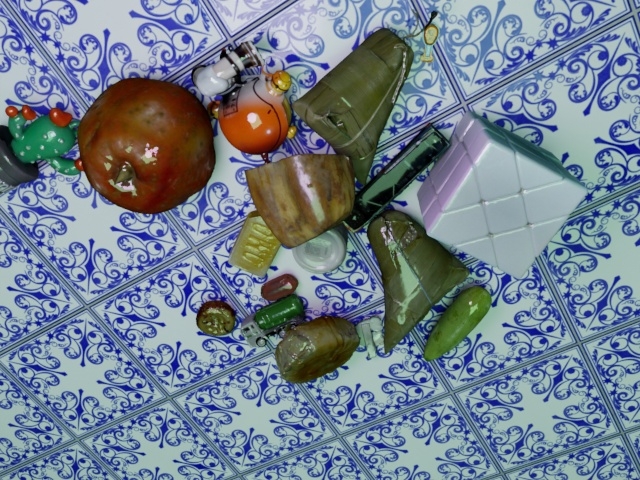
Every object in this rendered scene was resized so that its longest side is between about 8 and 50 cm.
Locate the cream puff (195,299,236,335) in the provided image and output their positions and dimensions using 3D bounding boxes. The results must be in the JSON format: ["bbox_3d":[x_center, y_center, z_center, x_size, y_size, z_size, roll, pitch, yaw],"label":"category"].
[{"bbox_3d":[-0.372,0.274,2.018,0.149,0.084,0.149,0,120,1],"label":"cream puff"}]

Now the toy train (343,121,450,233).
[{"bbox_3d":[0.220,-0.188,1.742,0.086,0.089,0.409,40,113,-14],"label":"toy train"}]

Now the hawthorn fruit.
[{"bbox_3d":[-0.500,-0.247,1.591,0.403,0.402,0.402,1,117,3],"label":"hawthorn fruit"}]

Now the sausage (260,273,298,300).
[{"bbox_3d":[-0.144,0.163,1.954,0.141,0.076,0.076,-27,112,14],"label":"sausage"}]

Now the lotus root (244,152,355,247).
[{"bbox_3d":[-0.020,-0.124,1.603,0.316,0.316,0.249,-17,87,12],"label":"lotus root"}]

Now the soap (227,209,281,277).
[{"bbox_3d":[-0.202,-0.002,1.871,0.140,0.073,0.232,23,115,-13],"label":"soap"}]

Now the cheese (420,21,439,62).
[{"bbox_3d":[0.307,-0.558,1.586,0.047,0.017,0.111,6,118,3],"label":"cheese"}]

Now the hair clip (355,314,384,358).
[{"bbox_3d":[0.175,0.346,2.043,0.116,0.049,0.172,-12,113,4],"label":"hair clip"}]

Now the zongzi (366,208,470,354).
[{"bbox_3d":[0.227,0.122,1.808,0.356,0.174,0.393,43,90,-13],"label":"zongzi"}]

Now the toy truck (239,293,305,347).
[{"bbox_3d":[-0.167,0.284,2.003,0.243,0.101,0.125,-26,108,13],"label":"toy truck"}]

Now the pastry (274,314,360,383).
[{"bbox_3d":[-0.018,0.385,1.969,0.330,0.136,0.329,-20,149,-13],"label":"pastry"}]

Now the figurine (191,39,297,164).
[{"bbox_3d":[-0.208,-0.376,1.597,0.320,0.196,0.323,-12,130,40],"label":"figurine"}]

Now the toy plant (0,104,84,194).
[{"bbox_3d":[-0.902,-0.269,1.722,0.400,0.185,0.279,-30,119,1],"label":"toy plant"}]

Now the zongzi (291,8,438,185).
[{"bbox_3d":[0.179,-0.411,1.618,0.447,0.181,0.418,-43,139,1],"label":"zongzi"}]

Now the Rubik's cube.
[{"bbox_3d":[0.500,-0.139,1.625,0.322,0.316,0.318,24,115,-10],"label":"Rubik's cube"}]

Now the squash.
[{"bbox_3d":[0.461,0.303,1.966,0.118,0.118,0.370,28,118,-11],"label":"squash"}]

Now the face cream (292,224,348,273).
[{"bbox_3d":[0.000,0.000,1.816,0.177,0.153,0.177,2,116,3],"label":"face cream"}]
